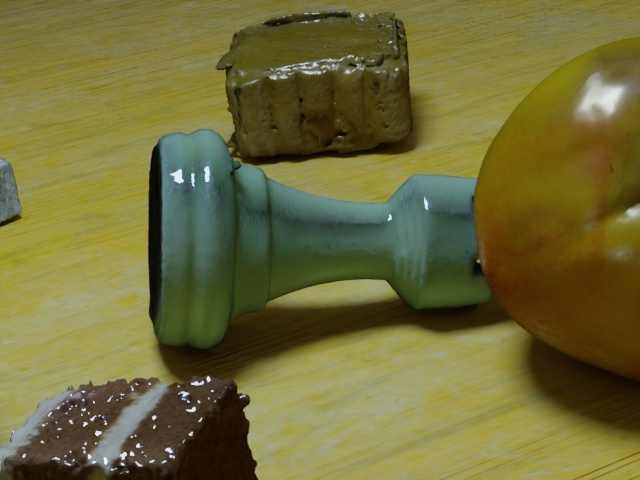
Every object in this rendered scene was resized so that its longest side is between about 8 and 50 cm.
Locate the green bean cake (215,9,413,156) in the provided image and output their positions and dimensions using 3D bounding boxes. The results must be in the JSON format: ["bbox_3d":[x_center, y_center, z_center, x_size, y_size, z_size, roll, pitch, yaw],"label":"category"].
[{"bbox_3d":[-0.003,-0.187,1.976,0.224,0.131,0.230,-5,25,5],"label":"green bean cake"}]

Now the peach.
[{"bbox_3d":[0.268,-0.024,1.338,0.289,0.289,0.308,-8,-14,-8],"label":"peach"}]

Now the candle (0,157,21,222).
[{"bbox_3d":[-0.415,-0.051,1.806,0.168,0.068,0.192,-6,23,7],"label":"candle"}]

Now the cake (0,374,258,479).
[{"bbox_3d":[-0.129,0.172,1.104,0.147,0.135,0.134,-1,22,23],"label":"cake"}]

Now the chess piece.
[{"bbox_3d":[0.000,0.000,1.461,0.299,0.195,0.194,1,21,-10],"label":"chess piece"}]
